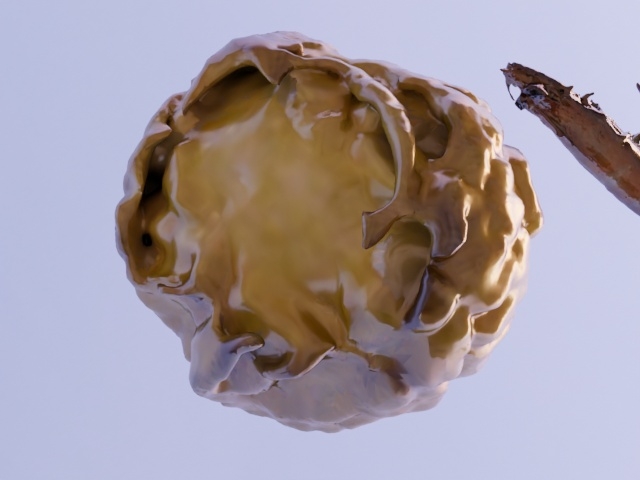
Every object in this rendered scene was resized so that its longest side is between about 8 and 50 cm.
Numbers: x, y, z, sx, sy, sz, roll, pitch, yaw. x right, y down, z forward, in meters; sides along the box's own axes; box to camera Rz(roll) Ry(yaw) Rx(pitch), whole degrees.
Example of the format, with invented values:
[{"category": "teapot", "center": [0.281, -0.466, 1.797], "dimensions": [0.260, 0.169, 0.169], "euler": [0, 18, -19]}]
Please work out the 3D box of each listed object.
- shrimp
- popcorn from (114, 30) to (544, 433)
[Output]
[{"category": "shrimp", "center": [0.200, -0.084, 1.193], "dimensions": [0.178, 0.034, 0.124], "euler": [37, -132, -10]}, {"category": "popcorn", "center": [0.000, 0.000, 1.039], "dimensions": [0.190, 0.250, 0.250], "euler": [-14, -98, -55]}]
